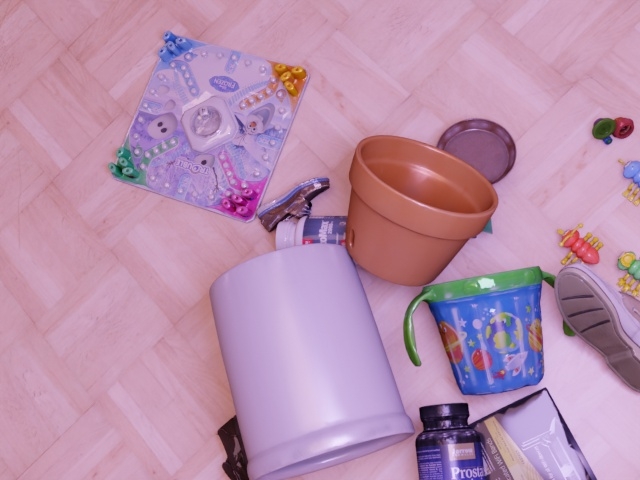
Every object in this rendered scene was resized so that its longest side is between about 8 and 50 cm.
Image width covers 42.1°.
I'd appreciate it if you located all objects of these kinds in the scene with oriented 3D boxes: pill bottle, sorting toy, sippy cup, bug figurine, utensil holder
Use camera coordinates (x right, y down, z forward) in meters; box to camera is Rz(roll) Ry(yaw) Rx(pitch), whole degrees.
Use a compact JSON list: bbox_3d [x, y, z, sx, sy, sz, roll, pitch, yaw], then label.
[{"bbox_3d":[0.000,0.000,1.790,0.180,0.108,0.108,0,77,14],"label":"pill bottle"},{"bbox_3d":[0.600,-0.236,1.729,0.101,0.061,0.042,2,41,-20],"label":"sorting toy"},{"bbox_3d":[0.333,0.178,1.616,0.305,0.240,0.224,-13,85,25],"label":"sippy cup"},{"bbox_3d":[0.240,0.415,1.537,0.122,0.123,0.219,-8,75,12],"label":"pill bottle"},{"bbox_3d":[0.622,-0.026,1.664,0.216,0.072,0.279,41,88,19],"label":"bug figurine"},{"bbox_3d":[-0.026,0.239,1.629,0.327,0.327,0.386,-19,70,8],"label":"utensil holder"}]

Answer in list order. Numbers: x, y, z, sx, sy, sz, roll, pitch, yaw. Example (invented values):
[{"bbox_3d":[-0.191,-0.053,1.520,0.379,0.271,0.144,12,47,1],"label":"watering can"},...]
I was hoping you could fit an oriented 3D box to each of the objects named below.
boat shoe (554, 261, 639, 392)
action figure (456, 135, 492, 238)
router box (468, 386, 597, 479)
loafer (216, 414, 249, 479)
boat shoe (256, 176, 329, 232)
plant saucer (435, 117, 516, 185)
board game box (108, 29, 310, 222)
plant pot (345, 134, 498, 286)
[{"bbox_3d":[0.555,0.149,1.577,0.302,0.113,0.103,51,55,-13],"label":"boat shoe"},{"bbox_3d":[0.316,-0.121,1.767,0.137,0.063,0.232,8,72,17],"label":"action figure"},{"bbox_3d":[0.399,0.473,1.591,0.242,0.081,0.309,-27,72,6],"label":"router box"},{"bbox_3d":[-0.160,0.476,1.736,0.078,0.080,0.220,-24,67,17],"label":"loafer"},{"bbox_3d":[-0.051,-0.078,1.849,0.183,0.066,0.066,-29,76,16],"label":"boat shoe"},{"bbox_3d":[0.325,-0.178,1.743,0.168,0.029,0.169,-4,65,9],"label":"plant saucer"},{"bbox_3d":[-0.268,-0.278,1.953,0.389,0.050,0.390,18,81,17],"label":"board game box"},{"bbox_3d":[0.173,-0.047,1.624,0.290,0.291,0.204,31,120,18],"label":"plant pot"}]
